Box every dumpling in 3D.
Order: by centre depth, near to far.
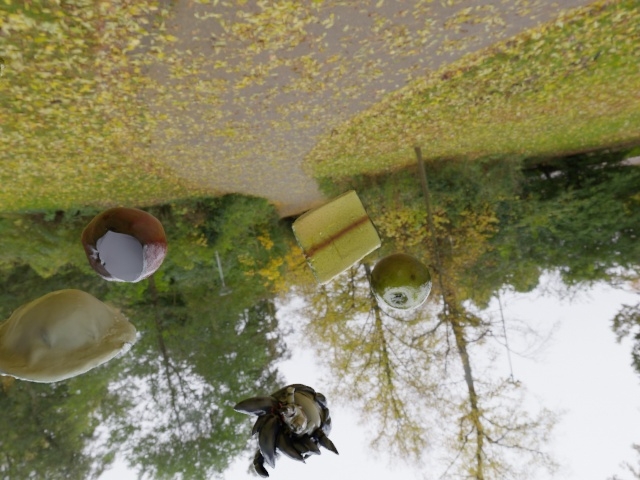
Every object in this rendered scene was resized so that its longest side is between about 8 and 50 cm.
[{"bbox_3d":[-0.363,0.137,0.540,0.181,0.111,0.155,-25,-162,-1],"label":"dumpling"}]

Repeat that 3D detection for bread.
[{"bbox_3d":[-0.001,0.001,0.974,0.163,0.168,0.264,-22,-175,45],"label":"bread"}]

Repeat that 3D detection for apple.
[{"bbox_3d":[0.258,0.137,1.298,0.196,0.197,0.157,-8,-148,24],"label":"apple"}]

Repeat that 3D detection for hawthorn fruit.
[{"bbox_3d":[-0.534,0.005,1.134,0.215,0.216,0.249,-8,-171,15],"label":"hawthorn fruit"}]

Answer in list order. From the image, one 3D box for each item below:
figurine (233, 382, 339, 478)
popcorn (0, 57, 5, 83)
[{"bbox_3d":[-0.070,0.416,0.909,0.196,0.175,0.265,-26,155,20],"label":"figurine"},{"bbox_3d":[-0.902,-0.451,0.942,0.206,0.251,0.237,-46,175,-43],"label":"popcorn"}]
